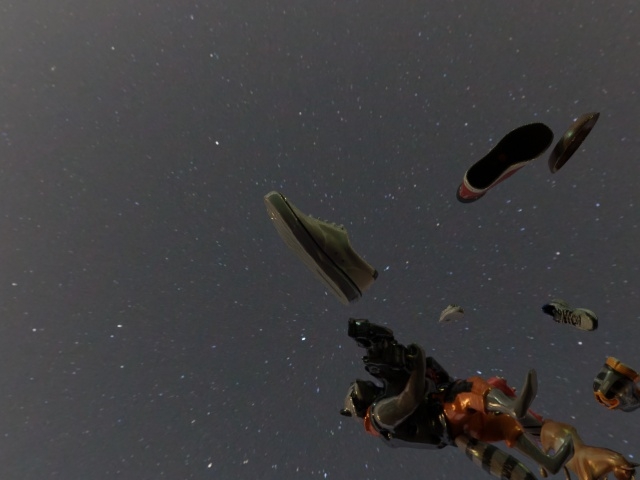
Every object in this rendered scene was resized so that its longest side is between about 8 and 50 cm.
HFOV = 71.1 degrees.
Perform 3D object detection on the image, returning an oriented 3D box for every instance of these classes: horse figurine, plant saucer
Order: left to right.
[{"bbox_3d":[0.605,-0.239,1.081,0.168,0.168,0.029,-45,-115,-5],"label":"plant saucer"},{"bbox_3d":[0.492,0.429,0.868,0.066,0.263,0.174,-7,-79,-3],"label":"horse figurine"}]

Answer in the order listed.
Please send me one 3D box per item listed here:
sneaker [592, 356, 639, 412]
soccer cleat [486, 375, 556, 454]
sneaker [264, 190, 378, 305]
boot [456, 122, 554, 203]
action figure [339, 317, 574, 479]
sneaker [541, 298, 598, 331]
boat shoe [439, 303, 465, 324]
[{"bbox_3d":[0.623,0.322,0.949,0.083,0.215,0.084,-49,-142,-5],"label":"sneaker"},{"bbox_3d":[0.516,0.464,1.157,0.095,0.083,0.248,-42,-100,-8],"label":"soccer cleat"},{"bbox_3d":[0.000,0.000,0.828,0.091,0.094,0.258,-38,-97,-19],"label":"sneaker"},{"bbox_3d":[0.452,-0.187,1.124,0.244,0.176,0.088,-35,-102,1],"label":"boot"},{"bbox_3d":[0.160,0.251,0.675,0.330,0.341,0.178,-10,-127,40],"label":"action figure"},{"bbox_3d":[0.557,0.173,1.010,0.058,0.135,0.052,-4,-79,-17],"label":"sneaker"},{"bbox_3d":[0.282,0.153,0.958,0.035,0.100,0.035,13,-113,2],"label":"boat shoe"}]
